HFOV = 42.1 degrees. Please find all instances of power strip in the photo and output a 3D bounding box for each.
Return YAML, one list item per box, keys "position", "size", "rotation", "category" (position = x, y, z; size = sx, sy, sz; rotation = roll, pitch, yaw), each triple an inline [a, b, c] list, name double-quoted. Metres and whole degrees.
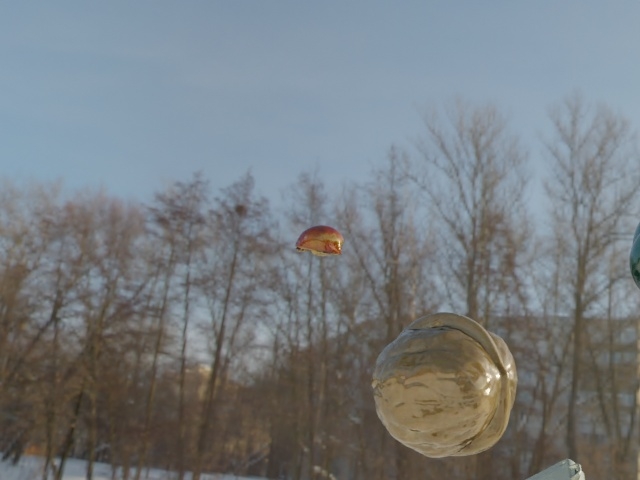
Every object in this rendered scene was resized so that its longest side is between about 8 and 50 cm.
- position: [0.432, 0.580, 1.800]
  size: [0.338, 0.098, 0.058]
  rotation: [-37, -73, 26]
  category: "power strip"

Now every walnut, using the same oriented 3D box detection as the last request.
- position: [0.245, 0.283, 1.626]
  size: [0.285, 0.285, 0.296]
  rotation: [-7, -1, 38]
  category: "walnut"

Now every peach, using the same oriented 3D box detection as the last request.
- position: [0.001, 0.000, 1.606]
  size: [0.098, 0.062, 0.098]
  rotation: [10, -3, 1]
  category: "peach"

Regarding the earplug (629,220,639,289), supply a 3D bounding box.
- position: [0.584, 0.051, 1.381]
  size: [0.164, 0.258, 0.280]
  rotation: [33, 30, 27]
  category: "earplug"
